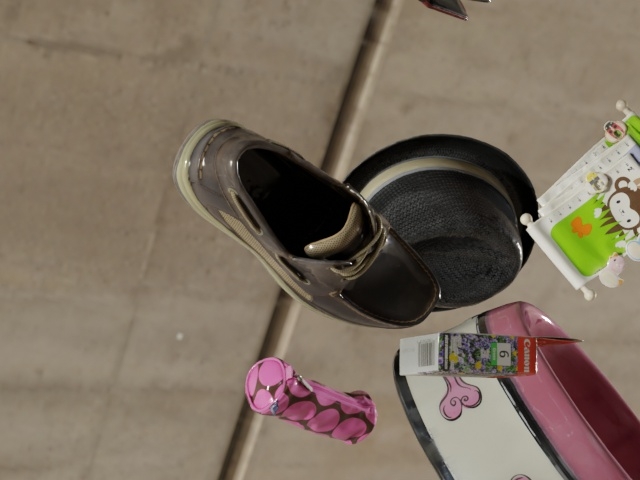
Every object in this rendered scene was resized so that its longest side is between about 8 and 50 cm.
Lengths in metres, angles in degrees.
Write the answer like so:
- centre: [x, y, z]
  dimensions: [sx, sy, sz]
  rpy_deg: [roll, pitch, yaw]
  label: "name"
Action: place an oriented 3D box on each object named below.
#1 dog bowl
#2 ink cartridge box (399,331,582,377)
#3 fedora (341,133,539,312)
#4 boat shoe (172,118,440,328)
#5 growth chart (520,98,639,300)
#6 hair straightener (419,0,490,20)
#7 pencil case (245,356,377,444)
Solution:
- centre: [0.262, 0.239, 1.629]
  dimensions: [0.408, 0.150, 0.408]
  rpy_deg: [47, -166, -16]
  label: "dog bowl"
- centre: [0.120, 0.082, 1.064]
  dimensions: [0.115, 0.029, 0.063]
  rpy_deg: [5, 171, -22]
  label: "ink cartridge box"
- centre: [0.180, 0.002, 2.256]
  dimensions: [0.334, 0.334, 0.152]
  rpy_deg: [11, -158, -16]
  label: "fedora"
- centre: [0.000, 0.000, 1.626]
  dimensions: [0.355, 0.132, 0.130]
  rpy_deg: [32, 173, -28]
  label: "boat shoe"
- centre: [0.392, -0.050, 2.045]
  dimensions: [0.172, 0.237, 0.021]
  rpy_deg: [42, -178, 12]
  label: "growth chart"
- centre: [0.137, -0.330, 1.843]
  dimensions: [0.230, 0.089, 0.047]
  rpy_deg: [13, -130, -47]
  label: "hair straightener"
- centre: [-0.007, 0.237, 2.219]
  dimensions: [0.209, 0.098, 0.095]
  rpy_deg: [23, -140, -41]
  label: "pencil case"
